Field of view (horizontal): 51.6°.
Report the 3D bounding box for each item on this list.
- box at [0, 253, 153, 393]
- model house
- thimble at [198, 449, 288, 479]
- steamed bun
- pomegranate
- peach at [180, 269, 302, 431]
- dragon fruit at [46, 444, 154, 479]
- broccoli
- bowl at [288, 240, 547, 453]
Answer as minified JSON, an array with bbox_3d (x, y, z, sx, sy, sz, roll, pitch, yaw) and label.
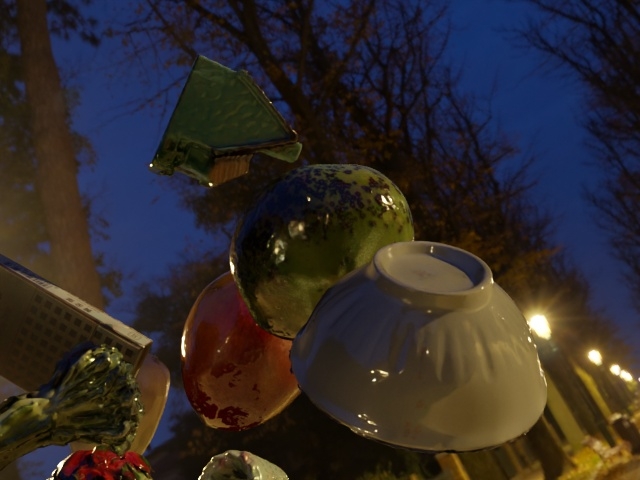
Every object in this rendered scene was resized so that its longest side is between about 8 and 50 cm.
[{"bbox_3d":[-0.460,0.172,1.122,0.180,0.324,0.047,-63,-8,10],"label":"box"},{"bbox_3d":[-0.182,-0.196,1.318,0.248,0.230,0.280,24,-3,-16],"label":"model house"},{"bbox_3d":[-0.168,0.574,1.445,0.185,0.211,0.149,-26,-45,21],"label":"thimble"},{"bbox_3d":[-0.474,0.379,1.504,0.177,0.283,0.283,27,-49,-22],"label":"steamed bun"},{"bbox_3d":[0.006,0.015,0.821,0.221,0.204,0.276,-22,-3,1],"label":"pomegranate"},{"bbox_3d":[-0.143,0.219,1.326,0.333,0.307,0.308,-63,-26,-3],"label":"peach"},{"bbox_3d":[-0.351,0.411,1.029,0.189,0.182,0.182,-67,-25,-5],"label":"dragon fruit"},{"bbox_3d":[-0.390,0.258,0.890,0.304,0.145,0.165,-21,-61,-29],"label":"broccoli"},{"bbox_3d":[0.073,0.054,0.471,0.189,0.189,0.086,-12,-62,-31],"label":"bowl"}]
